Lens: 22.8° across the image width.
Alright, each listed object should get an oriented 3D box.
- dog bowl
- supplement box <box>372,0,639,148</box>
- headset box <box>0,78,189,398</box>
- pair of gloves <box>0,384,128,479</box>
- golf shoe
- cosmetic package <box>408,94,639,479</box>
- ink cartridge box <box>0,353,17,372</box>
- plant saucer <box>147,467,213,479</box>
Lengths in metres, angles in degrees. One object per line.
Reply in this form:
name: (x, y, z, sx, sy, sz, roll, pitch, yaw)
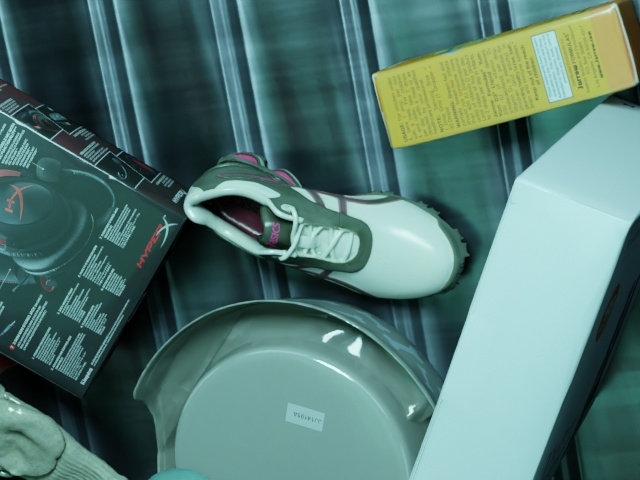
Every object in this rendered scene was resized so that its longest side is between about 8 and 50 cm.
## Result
dog bowl: (-0.017, 0.214, 1.564, 0.348, 0.102, 0.349, 5, 105, 20)
supplement box: (0.168, -0.148, 1.413, 0.233, 0.078, 0.080, -16, 97, 23)
headset box: (-0.299, -0.018, 1.561, 0.293, 0.110, 0.218, 30, 104, -3)
pair of gloves: (-0.342, 0.259, 1.700, 0.204, 0.042, 0.240, 42, 126, -13)
golf shoe: (0.000, 0.000, 1.495, 0.273, 0.120, 0.105, 16, 107, 15)
cosmetic package: (0.195, 0.054, 1.288, 0.097, 0.377, 0.284, 20, 110, 15)
ink cartridge box: (-0.416, 0.093, 1.702, 0.231, 0.078, 0.134, -16, 97, 23)
plant saucer: (-0.135, 0.284, 1.561, 0.119, 0.021, 0.119, 5, 105, 20)
